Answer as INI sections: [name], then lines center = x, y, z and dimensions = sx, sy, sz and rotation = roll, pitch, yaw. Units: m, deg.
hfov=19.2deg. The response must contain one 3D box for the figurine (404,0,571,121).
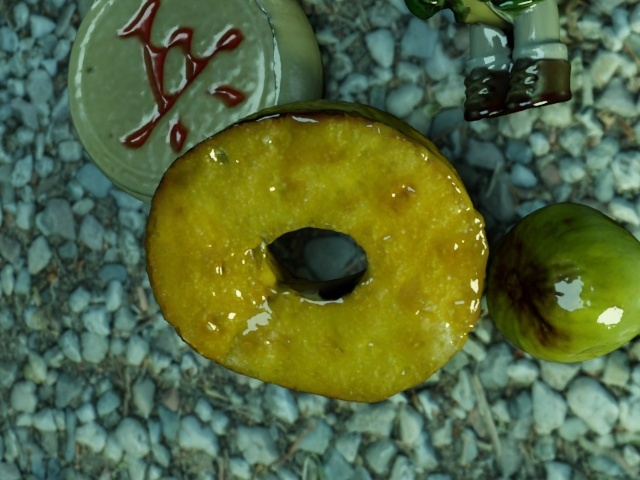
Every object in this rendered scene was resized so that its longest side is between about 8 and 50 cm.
[figurine]
center = 0.133, -0.291, 1.643
dimensions = 0.281, 0.167, 0.370
rotation = -11, 94, 51

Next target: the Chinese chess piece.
[Chinese chess piece]
center = -0.119, -0.150, 1.794
dimensions = 0.250, 0.103, 0.249
rotation = -1, 89, 25

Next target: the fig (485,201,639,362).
[fig]
center = 0.214, 0.038, 1.619
dimensions = 0.153, 0.121, 0.136
rotation = 24, 105, 27

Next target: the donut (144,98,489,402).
[donut]
center = 0.000, 0.000, 1.679
dimensions = 0.303, 0.110, 0.303
rotation = 3, 115, 6
